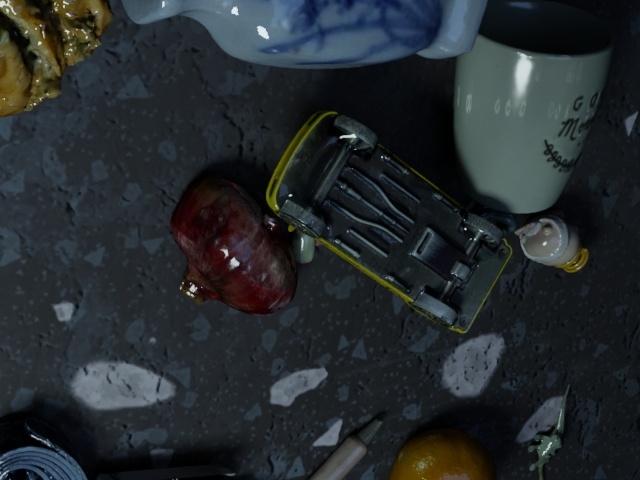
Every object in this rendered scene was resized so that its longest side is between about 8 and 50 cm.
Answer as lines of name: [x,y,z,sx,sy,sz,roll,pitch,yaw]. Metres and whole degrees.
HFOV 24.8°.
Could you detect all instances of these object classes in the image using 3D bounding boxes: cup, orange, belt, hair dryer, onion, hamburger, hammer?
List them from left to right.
hamburger: [-0.331,-0.240,1.445,0.211,0.245,0.260,-41,164,-16]
belt: [-0.355,0.304,1.768,0.141,0.082,0.190,-22,122,-14]
onion: [-0.099,0.025,1.765,0.151,0.098,0.206,-46,126,-4]
hair dryer: [-0.007,0.320,1.981,0.195,0.053,0.220,32,95,-35]
hammer: [0.000,0.000,1.850,0.083,0.031,0.052,-9,118,-32]
orange: [0.170,0.336,2.042,0.156,0.124,0.156,-8,128,-10]
cup: [0.277,-0.179,1.845,0.258,0.186,0.234,-33,138,-45]

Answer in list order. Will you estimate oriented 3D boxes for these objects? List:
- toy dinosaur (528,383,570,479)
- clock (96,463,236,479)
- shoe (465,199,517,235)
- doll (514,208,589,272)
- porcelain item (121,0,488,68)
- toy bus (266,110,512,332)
toy dinosaur: [0.340,0.303,2.172,0.058,0.037,0.180,-11,127,-50]
clock: [-0.217,0.406,1.890,0.186,0.083,0.253,0,112,-28]
shoe: [0.232,-0.031,1.934,0.143,0.071,0.064,-45,126,-8]
doll: [0.317,-0.009,1.997,0.127,0.073,0.084,31,63,-39]
porcelain item: [-0.008,-0.305,1.608,0.405,0.178,0.242,4,111,-29]
toy bus: [0.071,-0.026,1.781,0.330,0.152,0.144,35,82,-27]
